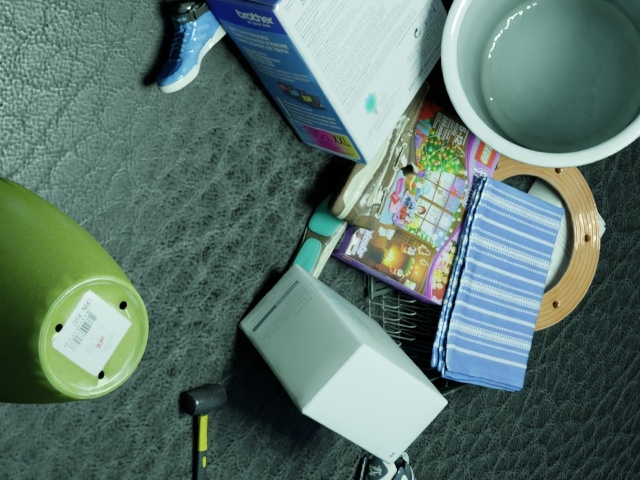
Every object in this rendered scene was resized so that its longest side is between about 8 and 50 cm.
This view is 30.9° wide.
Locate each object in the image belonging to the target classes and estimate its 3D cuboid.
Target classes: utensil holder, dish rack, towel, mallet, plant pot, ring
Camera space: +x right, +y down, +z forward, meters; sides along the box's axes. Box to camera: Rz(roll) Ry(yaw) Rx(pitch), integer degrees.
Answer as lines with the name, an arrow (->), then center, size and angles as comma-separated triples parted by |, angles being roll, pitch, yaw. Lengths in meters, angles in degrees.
utensil holder -> 0.372, -0.276, 1.792 | 0.385, 0.327, 0.327 | -17, 116, -77
dish rack -> 0.165, 0.138, 1.967 | 0.208, 0.074, 0.271 | -16, 110, -40
towel -> 0.303, 0.079, 1.934 | 0.243, 0.040, 0.336 | 18, 85, -43
mallet -> -0.169, 0.302, 1.731 | 0.062, 0.039, 0.189 | -21, 118, -40
plant pot -> -0.338, 0.080, 1.339 | 0.275, 0.293, 0.275 | -12, 108, -40
ring -> 0.354, -0.007, 2.035 | 0.336, 0.032, 0.336 | 1, 89, -27

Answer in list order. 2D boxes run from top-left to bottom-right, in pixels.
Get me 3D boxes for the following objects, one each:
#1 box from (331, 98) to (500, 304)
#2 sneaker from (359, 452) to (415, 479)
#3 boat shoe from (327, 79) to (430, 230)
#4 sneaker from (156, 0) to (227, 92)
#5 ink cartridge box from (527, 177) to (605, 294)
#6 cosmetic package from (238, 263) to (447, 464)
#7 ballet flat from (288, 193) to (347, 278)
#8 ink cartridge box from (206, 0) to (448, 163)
box -> 0.159, -0.068, 1.877 | 0.201, 0.057, 0.293 | 27, 78, -25
sneaker -> 0.081, 0.433, 1.948 | 0.235, 0.094, 0.153 | -20, 112, -38
boat shoe -> 0.110, -0.131, 1.780 | 0.095, 0.095, 0.257 | 31, 84, -8
sneaker -> -0.186, -0.274, 1.553 | 0.152, 0.058, 0.084 | -55, 136, -24
ink cartridge box -> 0.421, 0.010, 2.158 | 0.218, 0.092, 0.158 | -56, 130, -15
cosmetic package -> 0.034, 0.184, 1.730 | 0.138, 0.224, 0.224 | -47, 132, 6
ballet flat -> 0.000, 0.000, 1.807 | 0.168, 0.057, 0.052 | -59, 159, -10
ink cartridge box -> 0.012, -0.339, 1.618 | 0.270, 0.151, 0.395 | -57, 142, -18
